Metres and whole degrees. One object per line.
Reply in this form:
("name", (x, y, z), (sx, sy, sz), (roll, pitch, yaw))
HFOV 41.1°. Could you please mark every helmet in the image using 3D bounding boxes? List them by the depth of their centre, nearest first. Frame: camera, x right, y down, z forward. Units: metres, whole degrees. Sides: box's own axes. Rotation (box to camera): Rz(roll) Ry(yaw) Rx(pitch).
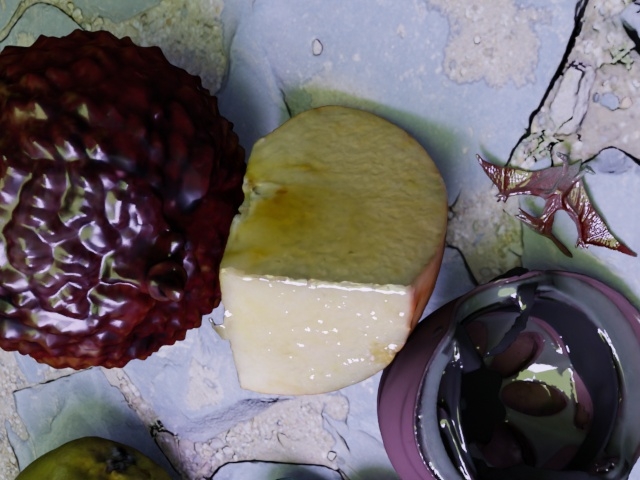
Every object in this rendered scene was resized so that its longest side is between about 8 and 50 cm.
("helmet", (0.208, 0.183, 0.982), (0.197, 0.338, 0.271), (-29, 84, 58))

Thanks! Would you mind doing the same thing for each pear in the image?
("pear", (-0.354, 0.503, 1.325), (0.352, 0.352, 0.413), (22, 124, 19))

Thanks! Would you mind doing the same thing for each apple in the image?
("apple", (0.000, 0.000, 1.009), (0.252, 0.309, 0.314), (40, 127, -19))

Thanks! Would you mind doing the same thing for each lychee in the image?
("lychee", (-0.278, -0.039, 1.058), (0.500, 0.424, 0.424), (41, 124, 42))

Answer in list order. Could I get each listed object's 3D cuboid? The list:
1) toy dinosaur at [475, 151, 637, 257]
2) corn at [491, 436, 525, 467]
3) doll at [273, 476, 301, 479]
("toy dinosaur", (0.278, -0.046, 0.997), (0.220, 0.032, 0.108), (33, 115, 11))
("corn", (0.241, 0.345, 1.112), (0.087, 0.087, 0.211), (5, 110, 25))
("doll", (0.021, 0.421, 1.194), (0.260, 0.177, 0.161), (-3, 105, 32))
